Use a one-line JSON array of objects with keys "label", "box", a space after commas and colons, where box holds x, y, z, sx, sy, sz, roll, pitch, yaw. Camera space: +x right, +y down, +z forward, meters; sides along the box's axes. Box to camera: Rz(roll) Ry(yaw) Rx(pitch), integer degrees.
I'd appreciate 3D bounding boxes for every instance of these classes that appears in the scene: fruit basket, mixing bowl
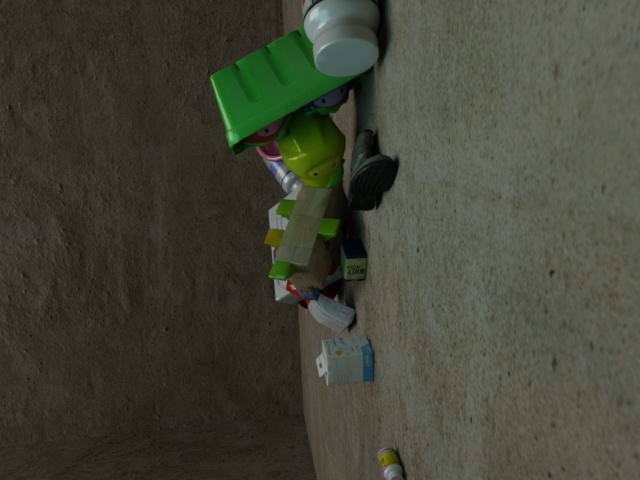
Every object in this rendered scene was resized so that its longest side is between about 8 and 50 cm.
[{"label": "fruit basket", "box": [-0.047, -0.287, 1.246, 0.283, 0.392, 0.391, -146, 53, -81]}, {"label": "mixing bowl", "box": [0.001, 0.163, 1.818, 0.181, 0.098, 0.181, -24, 58, 46]}]

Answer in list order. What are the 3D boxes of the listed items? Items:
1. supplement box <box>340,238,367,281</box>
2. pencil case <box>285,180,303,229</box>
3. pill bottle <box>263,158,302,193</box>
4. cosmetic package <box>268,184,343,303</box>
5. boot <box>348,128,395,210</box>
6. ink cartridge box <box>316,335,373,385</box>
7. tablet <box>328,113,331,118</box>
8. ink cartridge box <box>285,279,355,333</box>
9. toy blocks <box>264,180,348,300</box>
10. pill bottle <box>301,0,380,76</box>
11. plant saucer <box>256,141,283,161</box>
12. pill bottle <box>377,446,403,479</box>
[{"label": "supplement box", "box": [0.087, 0.053, 1.369, 0.083, 0.056, 0.083, -103, 12, -56]}, {"label": "pencil case", "box": [-0.031, -0.105, 1.630, 0.124, 0.124, 0.284, 120, 167, -77]}, {"label": "pill bottle", "box": [-0.123, -0.299, 2.222, 0.272, 0.152, 0.152, 54, 158, 24]}, {"label": "cosmetic package", "box": [-0.057, -0.001, 1.792, 0.284, 0.097, 0.377, -32, 54, 39]}, {"label": "boot", "box": [0.098, -0.174, 1.106, 0.246, 0.084, 0.161, 115, 156, -73]}, {"label": "ink cartridge box", "box": [0.062, 0.322, 1.364, 0.092, 0.143, 0.089, -114, 21, -68]}, {"label": "tablet", "box": [0.031, -0.434, 1.753, 0.054, 0.006, 0.083, -103, 12, -51]}, {"label": "ink cartridge box", "box": [-0.014, 0.211, 1.615, 0.189, 0.232, 0.066, 108, -175, -70]}, {"label": "toy blocks", "box": [0.000, 0.000, 1.462, 0.261, 0.191, 0.381, 60, -138, -54]}, {"label": "pill bottle", "box": [0.039, -0.497, 1.053, 0.162, 0.162, 0.278, 113, 153, -74]}, {"label": "plant saucer", "box": [-0.132, -0.476, 2.112, 0.084, 0.332, 0.332, 23, -128, -48]}, {"label": "pill bottle", "box": [0.156, 0.499, 1.119, 0.083, 0.043, 0.043, -115, 23, -70]}]
